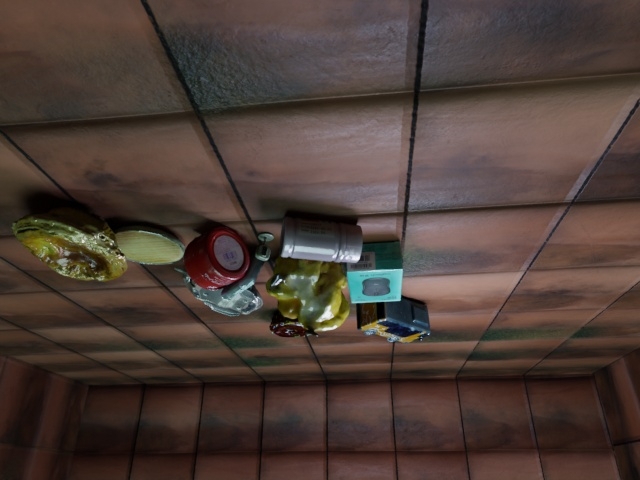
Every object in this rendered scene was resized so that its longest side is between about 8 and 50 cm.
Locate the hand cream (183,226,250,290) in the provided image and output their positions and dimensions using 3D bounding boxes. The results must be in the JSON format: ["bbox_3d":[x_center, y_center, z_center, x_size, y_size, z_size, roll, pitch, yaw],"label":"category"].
[{"bbox_3d":[-0.339,0.059,1.545,0.125,0.193,0.193,-27,142,36],"label":"hand cream"}]

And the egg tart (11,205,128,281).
[{"bbox_3d":[-0.762,0.001,1.462,0.351,0.150,0.352,8,148,5],"label":"egg tart"}]

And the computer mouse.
[{"bbox_3d":[-0.400,0.176,1.856,0.388,0.115,0.199,29,125,-24],"label":"computer mouse"}]

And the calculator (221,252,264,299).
[{"bbox_3d":[-0.266,0.120,1.645,0.141,0.246,0.045,-32,108,22],"label":"calculator"}]

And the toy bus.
[{"bbox_3d":[0.334,0.350,2.127,0.323,0.162,0.194,22,142,-32],"label":"toy bus"}]

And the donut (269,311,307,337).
[{"bbox_3d":[-0.140,0.409,2.310,0.234,0.090,0.235,0,153,0],"label":"donut"}]

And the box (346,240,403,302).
[{"bbox_3d":[0.201,0.126,1.749,0.204,0.118,0.311,-1,152,6],"label":"box"}]

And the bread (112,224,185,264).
[{"bbox_3d":[-0.600,0.016,1.623,0.266,0.041,0.267,1,152,0],"label":"bread"}]

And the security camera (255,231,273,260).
[{"bbox_3d":[-0.189,0.023,1.582,0.058,0.092,0.058,1,150,0],"label":"security camera"}]

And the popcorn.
[{"bbox_3d":[-0.047,0.169,1.712,0.296,0.281,0.316,-3,113,16],"label":"popcorn"}]

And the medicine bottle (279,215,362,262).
[{"bbox_3d":[0.000,0.000,1.496,0.249,0.134,0.133,6,151,-10],"label":"medicine bottle"}]
